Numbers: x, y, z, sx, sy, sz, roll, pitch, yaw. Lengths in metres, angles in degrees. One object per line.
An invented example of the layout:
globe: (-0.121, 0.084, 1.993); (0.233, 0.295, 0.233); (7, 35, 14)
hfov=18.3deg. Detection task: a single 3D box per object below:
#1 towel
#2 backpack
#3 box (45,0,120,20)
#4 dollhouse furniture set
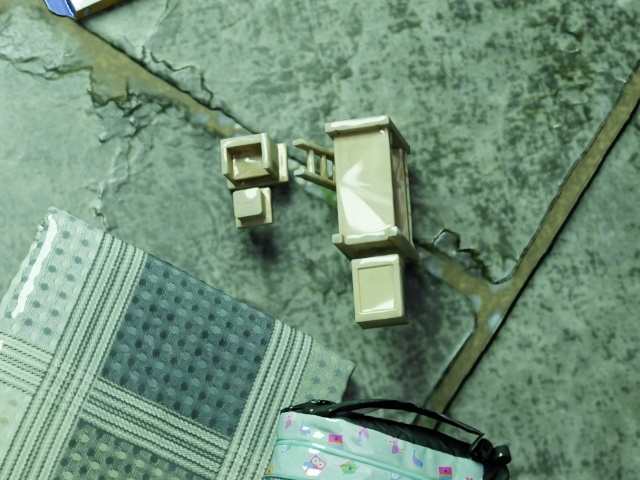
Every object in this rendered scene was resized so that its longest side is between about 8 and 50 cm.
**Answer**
towel: (-0.158, 0.175, 1.663); (0.312, 0.056, 0.324); (28, 65, -11)
backpack: (0.045, 0.195, 1.637); (0.182, 0.152, 0.115); (19, 70, -27)
box: (-0.196, -0.259, 1.822); (0.136, 0.028, 0.081); (-26, 79, -18)
dollhouse furniture set: (0.000, 0.000, 1.761); (0.161, 0.101, 0.182); (-7, 73, 14)
